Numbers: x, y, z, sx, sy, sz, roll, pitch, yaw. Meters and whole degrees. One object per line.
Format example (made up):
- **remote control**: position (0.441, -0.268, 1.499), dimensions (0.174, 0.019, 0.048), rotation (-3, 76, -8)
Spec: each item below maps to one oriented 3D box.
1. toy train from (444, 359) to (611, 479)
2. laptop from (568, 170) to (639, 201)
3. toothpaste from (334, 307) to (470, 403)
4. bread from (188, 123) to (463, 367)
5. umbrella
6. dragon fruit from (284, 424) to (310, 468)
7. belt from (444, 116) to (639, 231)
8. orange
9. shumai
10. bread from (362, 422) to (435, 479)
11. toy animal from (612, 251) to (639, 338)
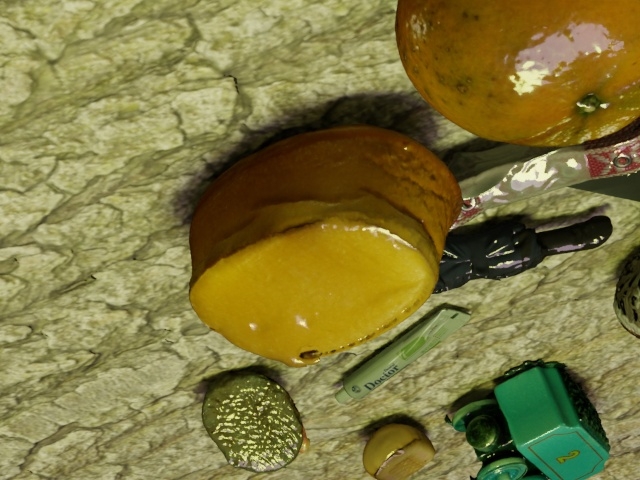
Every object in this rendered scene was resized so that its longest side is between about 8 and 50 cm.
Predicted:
- **toy train**: position (0.257, 0.239, 2.208), dimensions (0.163, 0.112, 0.203), rotation (-28, 150, 13)
- **laptop**: position (0.307, -0.084, 1.775), dimensions (0.180, 0.016, 0.129), rotation (10, 142, -34)
- **toothpaste**: position (0.085, 0.130, 2.035), dimensions (0.048, 0.029, 0.197), rotation (18, 135, -43)
- **bread**: position (0.000, 0.000, 1.654), dimensions (0.270, 0.142, 0.195), rotation (-27, 128, 36)
- **umbrella**: position (0.176, 0.018, 1.843), dimensions (0.248, 0.071, 0.071), rotation (-7, 149, -9)
- **dragon fruit**: position (-0.050, 0.236, 2.129), dimensions (0.083, 0.060, 0.056), rotation (-31, 142, 25)
- **belt**: position (0.203, -0.072, 1.691), dimensions (0.232, 0.071, 0.053), rotation (-18, 135, 13)
- **orange**: position (0.179, -0.169, 1.424), dimensions (0.240, 0.171, 0.240), rotation (-9, 150, -5)
- **shumai**: position (-0.077, 0.196, 2.042), dimensions (0.099, 0.123, 0.087), rotation (-34, -170, -2)
- **bread**: position (0.090, 0.256, 2.221), dimensions (0.082, 0.056, 0.115), rotation (-41, 157, 9)
- **toy animal**: position (0.352, 0.051, 1.955), dimensions (0.098, 0.098, 0.137), rotation (-25, 126, 19)
